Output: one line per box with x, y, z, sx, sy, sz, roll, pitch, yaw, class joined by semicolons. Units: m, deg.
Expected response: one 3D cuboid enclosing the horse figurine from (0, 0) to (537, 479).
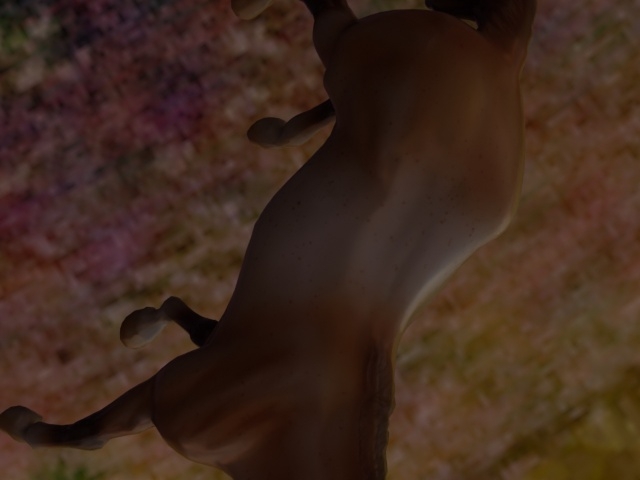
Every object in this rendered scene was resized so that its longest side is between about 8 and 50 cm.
0.000;0.000;0.578;0.066;0.174;0.263;38;76;-34;horse figurine
